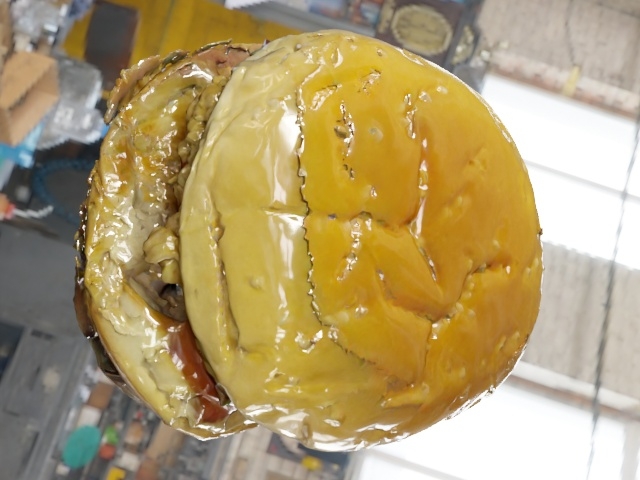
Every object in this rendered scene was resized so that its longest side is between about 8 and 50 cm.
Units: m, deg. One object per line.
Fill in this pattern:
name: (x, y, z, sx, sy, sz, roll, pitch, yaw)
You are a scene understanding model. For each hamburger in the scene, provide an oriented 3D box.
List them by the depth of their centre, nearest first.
hamburger: (0.000, 0.000, 0.604, 0.244, 0.163, 0.244, -8, 102, -46)
